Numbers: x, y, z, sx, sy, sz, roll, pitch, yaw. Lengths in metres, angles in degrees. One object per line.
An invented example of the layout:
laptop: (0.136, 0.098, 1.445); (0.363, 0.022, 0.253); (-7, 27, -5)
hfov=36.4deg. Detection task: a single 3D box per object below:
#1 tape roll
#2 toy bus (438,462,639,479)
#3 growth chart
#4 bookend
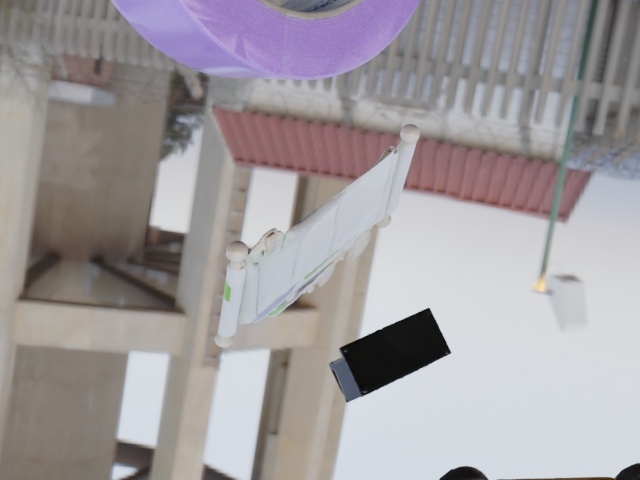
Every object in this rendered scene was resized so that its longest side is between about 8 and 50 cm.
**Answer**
tape roll: (-0.036, -0.255, 0.699); (0.275, 0.274, 0.090); (2, -173, -40)
toy bus: (0.158, 0.242, 0.684); (0.333, 0.130, 0.108); (7, -159, -31)
growth chart: (0.000, 0.000, 0.803); (0.021, 0.172, 0.237); (42, -126, 16)
bookend: (0.073, 0.171, 1.364); (0.156, 0.072, 0.157); (-21, 171, -29)
